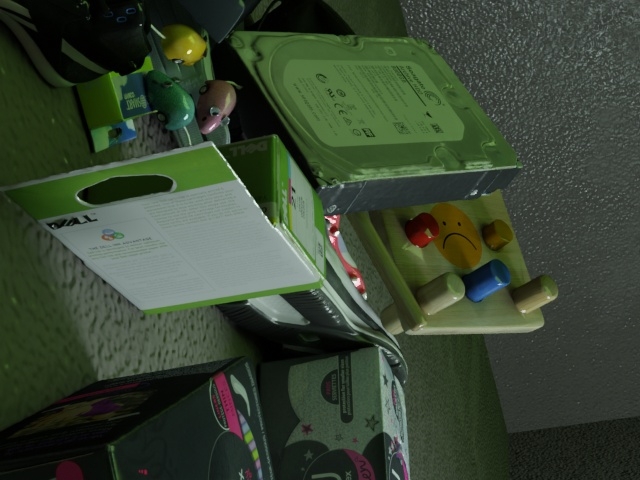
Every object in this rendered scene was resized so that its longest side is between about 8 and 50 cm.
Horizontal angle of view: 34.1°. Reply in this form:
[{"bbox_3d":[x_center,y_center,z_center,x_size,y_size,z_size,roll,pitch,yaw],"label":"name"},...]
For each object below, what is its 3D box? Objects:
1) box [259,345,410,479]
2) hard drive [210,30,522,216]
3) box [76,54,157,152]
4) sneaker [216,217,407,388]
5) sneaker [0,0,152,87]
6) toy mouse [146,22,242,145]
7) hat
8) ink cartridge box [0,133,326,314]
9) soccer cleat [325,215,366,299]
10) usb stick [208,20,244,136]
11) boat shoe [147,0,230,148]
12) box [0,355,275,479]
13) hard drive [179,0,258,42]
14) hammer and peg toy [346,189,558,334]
[{"bbox_3d":[0.020,0.273,1.268,0.142,0.163,0.247,60,24,-55],"label":"box"},{"bbox_3d":[0.058,-0.145,1.222,0.338,0.064,0.237,-6,55,-41],"label":"hard drive"},{"bbox_3d":[-0.202,-0.181,0.991,0.109,0.042,0.178,-47,124,-71],"label":"box"},{"bbox_3d":[0.005,0.036,1.369,0.447,0.169,0.258,54,31,-54],"label":"sneaker"},{"bbox_3d":[-0.207,-0.213,0.837,0.217,0.121,0.079,55,27,-58],"label":"sneaker"},{"bbox_3d":[-0.124,-0.145,1.047,0.161,0.031,0.143,16,69,-55],"label":"toy mouse"},{"bbox_3d":[-0.001,-0.242,1.421,0.331,0.134,0.331,55,8,-12],"label":"hat"},{"bbox_3d":[-0.122,-0.037,0.899,0.255,0.188,0.097,55,29,-57],"label":"ink cartridge box"},{"bbox_3d":[0.000,0.000,1.592,0.248,0.083,0.095,65,-10,-30],"label":"soccer cleat"},{"bbox_3d":[-0.119,-0.258,1.225,0.077,0.045,0.278,-31,125,-56],"label":"usb stick"},{"bbox_3d":[-0.158,-0.188,1.131,0.076,0.083,0.226,-179,-103,-77],"label":"boat shoe"},{"bbox_3d":[-0.139,0.197,0.762,0.270,0.143,0.165,-24,103,-74],"label":"box"},{"bbox_3d":[-0.154,-0.331,1.070,0.255,0.054,0.172,49,24,-13],"label":"hard drive"},{"bbox_3d":[0.129,0.005,1.321,0.361,0.127,0.266,2,64,-41],"label":"hammer and peg toy"}]
